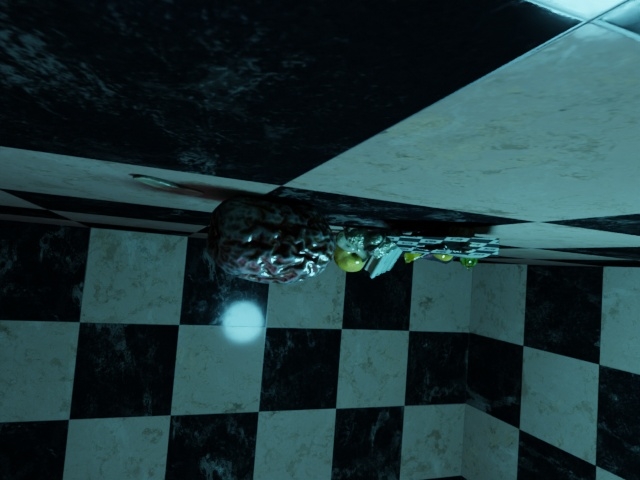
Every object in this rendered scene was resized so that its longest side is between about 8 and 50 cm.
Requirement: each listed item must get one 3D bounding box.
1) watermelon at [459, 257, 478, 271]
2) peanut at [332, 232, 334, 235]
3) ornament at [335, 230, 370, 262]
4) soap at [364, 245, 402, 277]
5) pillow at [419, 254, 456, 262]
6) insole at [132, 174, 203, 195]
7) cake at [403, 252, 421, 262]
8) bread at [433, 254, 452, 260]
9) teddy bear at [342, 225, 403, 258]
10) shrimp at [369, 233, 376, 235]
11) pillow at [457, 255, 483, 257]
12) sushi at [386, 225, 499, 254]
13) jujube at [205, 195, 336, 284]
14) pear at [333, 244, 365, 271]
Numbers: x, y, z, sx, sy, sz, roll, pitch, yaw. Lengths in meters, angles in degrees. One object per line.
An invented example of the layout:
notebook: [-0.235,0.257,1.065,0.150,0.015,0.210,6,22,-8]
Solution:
watermelon: [0.777,0.098,2.332,0.109,0.109,0.109,4,177,0]
peanut: [0.000,0.000,1.856,0.087,0.087,0.206,6,176,-18]
ornament: [0.130,0.021,1.782,0.156,0.075,0.081,36,-154,-11]
soap: [0.255,0.061,1.757,0.114,0.063,0.198,-22,154,-28]
pillow: [0.540,0.050,1.939,0.208,0.055,0.141,11,139,-44]
insole: [-0.328,-0.117,0.967,0.063,0.010,0.192,3,176,25]
cake: [0.458,0.052,1.981,0.184,0.116,0.080,9,175,5]
bread: [0.455,0.037,1.719,0.082,0.056,0.115,-3,-136,-43]
teddy bear: [0.182,0.009,1.582,0.213,0.111,0.133,3,173,6]
shrimp: [0.233,0.007,1.813,0.090,0.079,0.233,20,178,33]
pillow: [0.515,0.022,1.637,0.254,0.078,0.144,8,180,-31]
sushi: [0.397,-0.012,1.410,0.320,0.069,0.339,1,170,22]
jujube: [-0.121,0.000,1.096,0.317,0.226,0.226,13,172,-33]
pear: [0.139,0.054,1.936,0.178,0.178,0.178,4,177,0]
